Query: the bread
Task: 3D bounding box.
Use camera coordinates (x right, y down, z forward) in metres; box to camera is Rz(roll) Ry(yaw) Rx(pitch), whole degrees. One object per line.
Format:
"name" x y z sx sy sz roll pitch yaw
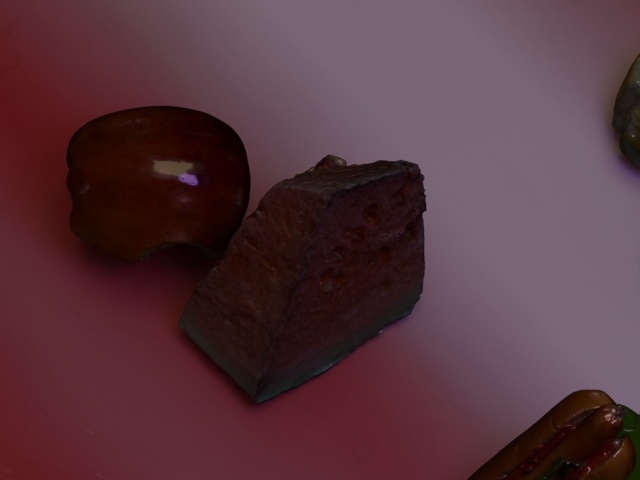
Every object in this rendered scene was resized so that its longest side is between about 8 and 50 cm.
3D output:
"bread" 0.343 -0.111 1.721 0.110 0.103 0.156 -35 63 -27

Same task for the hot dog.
"hot dog" 0.174 0.198 1.469 0.062 0.236 0.092 6 48 -37

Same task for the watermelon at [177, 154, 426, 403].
"watermelon" 0.000 0.000 1.542 0.193 0.257 0.140 -35 69 -30

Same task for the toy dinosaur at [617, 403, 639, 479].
"toy dinosaur" 0.282 0.182 1.541 0.152 0.177 0.194 35 93 9

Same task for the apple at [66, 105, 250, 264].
"apple" -0.147 -0.052 1.612 0.158 0.147 0.156 8 33 -14
